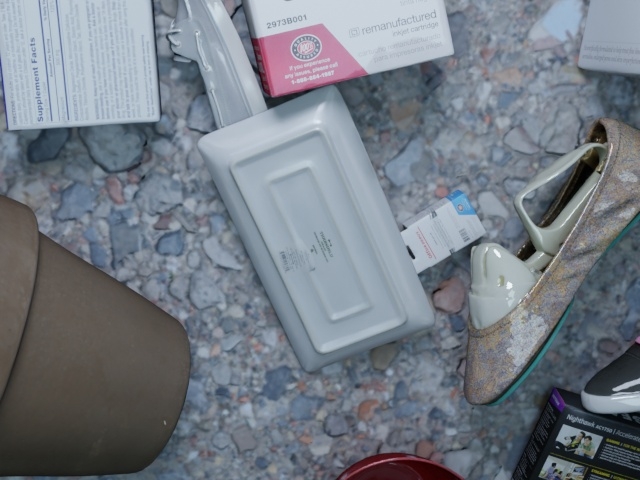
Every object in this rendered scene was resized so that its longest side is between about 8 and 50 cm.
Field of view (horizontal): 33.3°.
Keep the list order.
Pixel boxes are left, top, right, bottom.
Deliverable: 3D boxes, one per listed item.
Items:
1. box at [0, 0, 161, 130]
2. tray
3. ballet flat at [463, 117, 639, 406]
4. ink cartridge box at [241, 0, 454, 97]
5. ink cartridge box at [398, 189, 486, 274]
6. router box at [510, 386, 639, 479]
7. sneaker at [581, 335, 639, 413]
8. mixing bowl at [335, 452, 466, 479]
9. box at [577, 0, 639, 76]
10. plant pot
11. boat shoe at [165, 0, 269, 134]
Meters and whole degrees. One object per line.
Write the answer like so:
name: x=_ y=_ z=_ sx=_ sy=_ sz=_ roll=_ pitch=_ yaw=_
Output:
box: x=-0.217 y=-0.167 z=0.967 sx=0.137 sy=0.072 sz=0.126 roll=-4 pitch=102 yaw=-7
tray: x=0.000 y=0.000 z=1.020 sx=0.145 sy=0.030 sz=0.270 roll=-21 pitch=112 yaw=8
ballet flat: x=0.212 y=0.011 z=1.042 sx=0.106 sy=0.107 sz=0.316 roll=38 pitch=85 yaw=-15
ink cartridge box: x=0.007 y=-0.265 z=0.959 sx=0.171 sy=0.100 sz=0.237 roll=-14 pitch=103 yaw=-4
ink cartridge box: x=0.115 y=-0.008 z=1.061 sx=0.083 sy=0.028 sz=0.048 roll=-31 pitch=104 yaw=0
router box: x=0.303 y=0.243 z=1.117 sx=0.178 sy=0.046 sz=0.133 roll=19 pitch=107 yaw=-9
sneaker: x=0.377 y=0.063 z=1.074 sx=0.295 sy=0.104 sz=0.147 roll=-23 pitch=101 yaw=-8
mixing bowl: x=0.072 y=0.285 z=1.080 sx=0.181 sy=0.098 sz=0.182 roll=-1 pitch=102 yaw=-6
box: x=0.331 y=-0.232 z=0.962 sx=0.119 sy=0.181 sz=0.182 roll=8 pitch=101 yaw=-8
plant pot: x=-0.249 y=0.109 z=0.954 sx=0.229 sy=0.263 sz=0.263 roll=20 pitch=99 yaw=-29
boat shoe: x=-0.108 y=-0.181 z=0.987 sx=0.063 sy=0.066 sz=0.184 roll=-24 pitch=113 yaw=-2
